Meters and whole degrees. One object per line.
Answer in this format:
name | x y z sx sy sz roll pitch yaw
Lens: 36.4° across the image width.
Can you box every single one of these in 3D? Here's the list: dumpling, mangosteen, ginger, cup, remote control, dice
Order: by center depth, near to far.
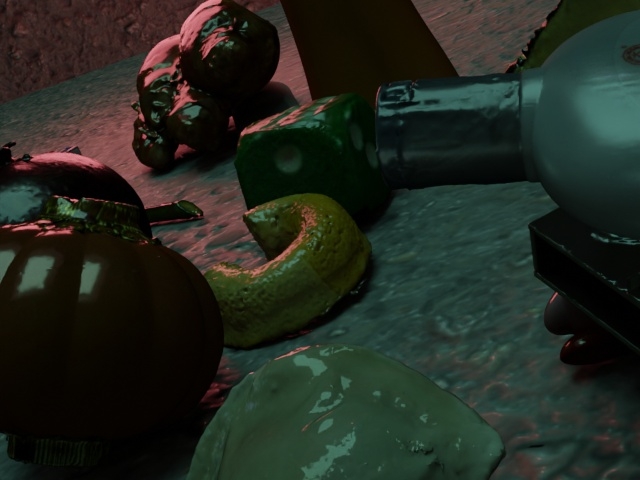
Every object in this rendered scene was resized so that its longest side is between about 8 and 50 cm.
dumpling | 0.009 0.120 0.492 0.199 0.118 0.136 4 74 29
mangosteen | -0.287 -0.010 0.931 0.235 0.261 0.235 -33 6 4
dice | -0.006 -0.080 1.012 0.131 0.120 0.128 -9 18 27
cup | 0.062 -0.227 1.163 0.182 0.264 0.226 -21 7 27
remote control | -0.086 -0.200 1.515 0.109 0.055 0.313 -22 20 0
ginger | -0.190 -0.250 1.516 0.357 0.152 0.274 -19 34 52

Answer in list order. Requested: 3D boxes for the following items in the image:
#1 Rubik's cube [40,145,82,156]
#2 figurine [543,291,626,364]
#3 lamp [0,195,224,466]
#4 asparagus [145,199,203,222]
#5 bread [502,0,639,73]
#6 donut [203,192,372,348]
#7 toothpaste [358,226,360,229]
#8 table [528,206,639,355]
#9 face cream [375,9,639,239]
Rubik's cube | -0.411 -0.081 1.496 0.092 0.092 0.092 -6 25 38
figurine | 0.181 0.037 0.616 0.083 0.067 0.071 -18 59 12
lamp | -0.183 0.067 0.730 0.223 0.196 0.223 8 -4 1
asparagus | -0.246 -0.027 1.283 0.236 0.027 0.034 -9 13 31
bread | 0.306 -0.262 1.093 0.236 0.198 0.263 -13 19 45
donut | -0.027 0.018 0.874 0.146 0.078 0.181 -12 24 31
toothpaste | 0.000 0.000 0.979 0.083 0.015 0.024 -15 19 5
table | 0.224 0.008 0.485 0.122 0.111 0.240 -28 38 -15
face cream | 0.170 -0.055 0.432 0.291 0.071 0.144 -3 41 16
